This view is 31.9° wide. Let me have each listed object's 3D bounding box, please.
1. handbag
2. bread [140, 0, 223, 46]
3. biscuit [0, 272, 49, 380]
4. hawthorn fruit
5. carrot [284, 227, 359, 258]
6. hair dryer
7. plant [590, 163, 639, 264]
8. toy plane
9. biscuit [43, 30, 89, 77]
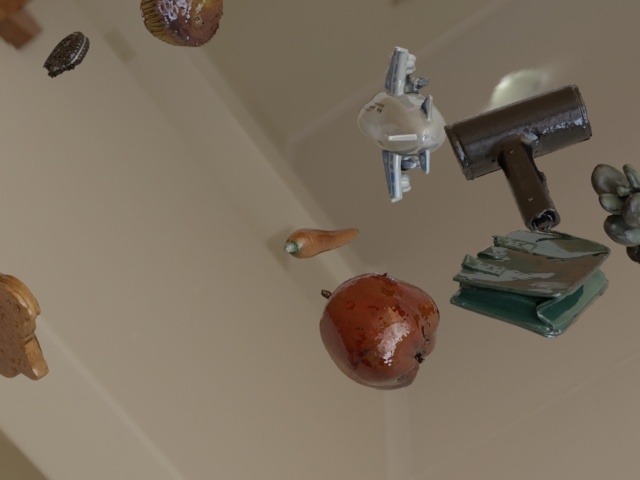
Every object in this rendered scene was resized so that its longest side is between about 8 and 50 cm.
[{"bbox_3d":[0.414,0.067,2.173,0.238,0.089,0.326,14,-155,27],"label":"handbag"},{"bbox_3d":[-0.136,-0.236,1.130,0.053,0.085,0.085,3,-137,49],"label":"bread"},{"bbox_3d":[-0.408,0.099,1.371,0.043,0.183,0.280,-37,-172,-35],"label":"biscuit"},{"bbox_3d":[0.082,0.132,1.765,0.185,0.202,0.185,-42,154,-26],"label":"hawthorn fruit"},{"bbox_3d":[0.000,0.000,1.292,0.035,0.035,0.142,-26,172,32],"label":"carrot"},{"bbox_3d":[0.285,-0.099,1.533,0.197,0.089,0.251,-18,-139,12],"label":"hair dryer"},{"bbox_3d":[0.551,-0.026,1.805,0.149,0.274,0.146,-56,-150,2],"label":"plant"},{"bbox_3d":[0.137,-0.197,1.911,0.123,0.266,0.267,-1,-167,-13],"label":"toy plane"},{"bbox_3d":[-0.382,-0.276,1.680,0.089,0.027,0.087,-41,-147,14],"label":"biscuit"}]
